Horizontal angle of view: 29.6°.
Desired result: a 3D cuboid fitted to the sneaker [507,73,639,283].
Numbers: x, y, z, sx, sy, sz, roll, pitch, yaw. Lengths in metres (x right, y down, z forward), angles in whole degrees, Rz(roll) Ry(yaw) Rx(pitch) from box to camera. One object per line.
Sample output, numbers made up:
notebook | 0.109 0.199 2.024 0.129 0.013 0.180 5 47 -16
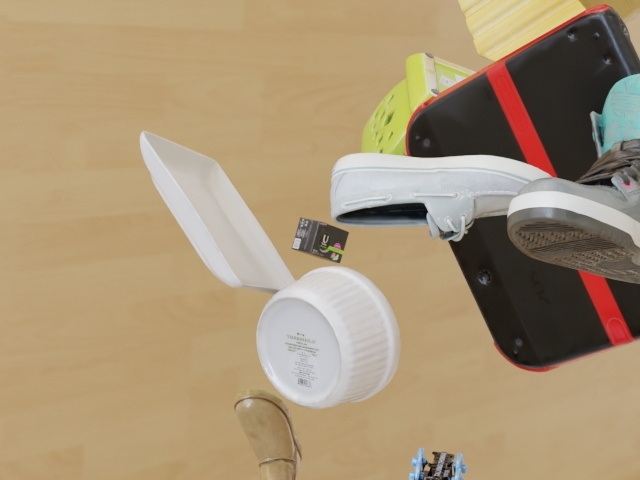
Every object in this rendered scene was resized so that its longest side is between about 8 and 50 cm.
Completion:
sneaker | 0.268 -0.065 1.063 0.296 0.124 0.178 14 76 -48

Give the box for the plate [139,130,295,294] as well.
plate | -0.154 -0.025 1.814 0.045 0.278 0.277 -37 165 12

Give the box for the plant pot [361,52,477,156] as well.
plant pot | 0.211 -0.180 2.082 0.227 0.228 0.207 19 122 -12

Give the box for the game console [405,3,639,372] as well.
game console | 0.295 -0.046 1.481 0.060 0.342 0.386 -23 87 -51

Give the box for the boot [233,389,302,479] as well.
boot | -0.084 0.426 2.109 0.269 0.089 0.236 -90 156 -46

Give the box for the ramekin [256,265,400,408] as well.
ramekin | 0.003 0.147 1.758 0.109 0.207 0.207 -17 112 -49

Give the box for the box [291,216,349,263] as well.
box | 0.000 0.000 2.162 0.083 0.052 0.062 19 85 -47

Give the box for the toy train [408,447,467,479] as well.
toy train | 0.154 0.353 1.638 0.184 0.080 0.105 -48 143 -72

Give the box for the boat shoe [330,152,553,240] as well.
boat shoe | 0.120 -0.036 1.219 0.079 0.228 0.081 66 30 -63

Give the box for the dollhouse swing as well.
dollhouse swing | 0.275 -0.451 1.679 0.315 0.305 0.346 15 55 -62
